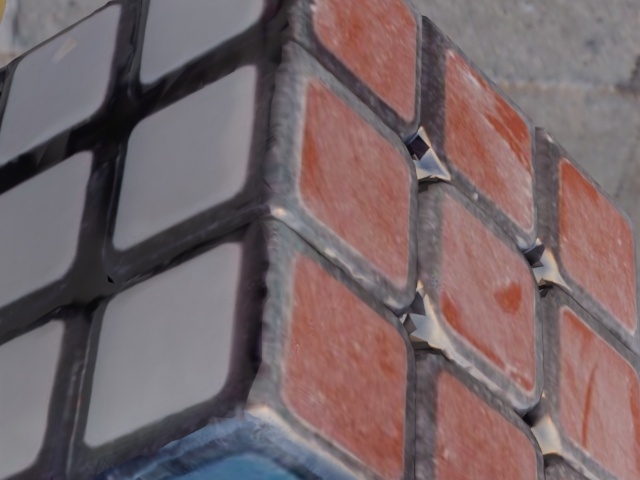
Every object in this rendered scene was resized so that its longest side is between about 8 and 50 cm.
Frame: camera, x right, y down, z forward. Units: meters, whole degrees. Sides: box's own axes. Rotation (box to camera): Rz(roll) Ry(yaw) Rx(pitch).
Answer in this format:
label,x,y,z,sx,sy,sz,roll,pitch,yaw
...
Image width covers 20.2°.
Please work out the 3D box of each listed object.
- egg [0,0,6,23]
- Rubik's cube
label,x,y,z,sx,sy,sz,roll,pitch,yaw
egg,-0.433,-0.204,1.589,0.322,0.250,0.250,-26,135,-19
Rubik's cube,-0.039,0.077,0.885,0.301,0.303,0.305,-25,131,32
